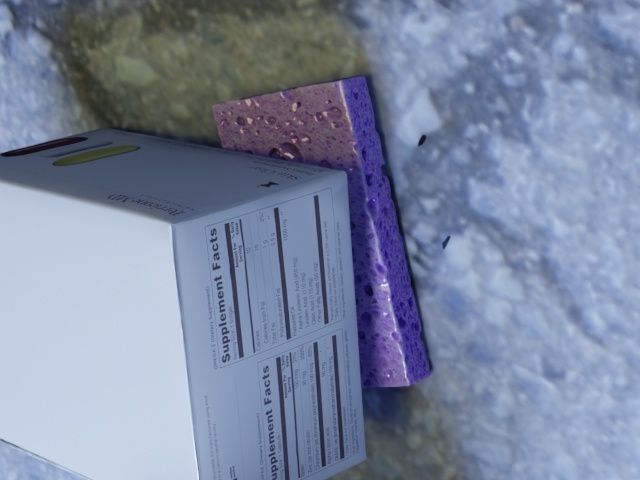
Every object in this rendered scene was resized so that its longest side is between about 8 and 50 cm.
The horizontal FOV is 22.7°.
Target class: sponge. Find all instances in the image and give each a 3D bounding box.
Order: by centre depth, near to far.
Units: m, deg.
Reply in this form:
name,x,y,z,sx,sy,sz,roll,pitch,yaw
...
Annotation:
name,x,y,z,sx,sy,sz,roll,pitch,yaw
sponge,0.000,0.000,1.074,0.117,0.031,0.210,-6,101,39

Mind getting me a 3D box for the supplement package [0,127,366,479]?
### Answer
name,x,y,z,sx,sy,sz,roll,pitch,yaw
supplement package,-0.115,0.047,1.070,0.262,0.145,0.204,13,114,45
